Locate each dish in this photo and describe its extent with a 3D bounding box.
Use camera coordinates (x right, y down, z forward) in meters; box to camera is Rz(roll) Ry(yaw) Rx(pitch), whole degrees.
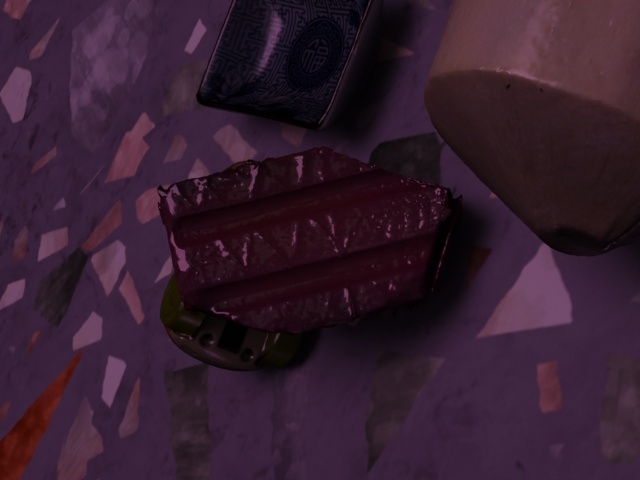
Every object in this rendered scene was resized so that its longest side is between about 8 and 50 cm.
[{"bbox_3d":[-0.018,-0.211,1.760,0.243,0.080,0.181,18,86,48],"label":"dish"}]

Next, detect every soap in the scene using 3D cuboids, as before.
[{"bbox_3d":[0.000,0.000,1.524,0.289,0.112,0.182,-15,86,4],"label":"soap"}]

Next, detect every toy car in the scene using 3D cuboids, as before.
[{"bbox_3d":[-0.099,0.023,1.714,0.235,0.145,0.235,-47,30,38],"label":"toy car"}]

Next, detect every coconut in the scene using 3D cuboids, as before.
[{"bbox_3d":[0.236,-0.137,1.286,0.323,0.323,0.323,-23,56,40],"label":"coconut"}]
